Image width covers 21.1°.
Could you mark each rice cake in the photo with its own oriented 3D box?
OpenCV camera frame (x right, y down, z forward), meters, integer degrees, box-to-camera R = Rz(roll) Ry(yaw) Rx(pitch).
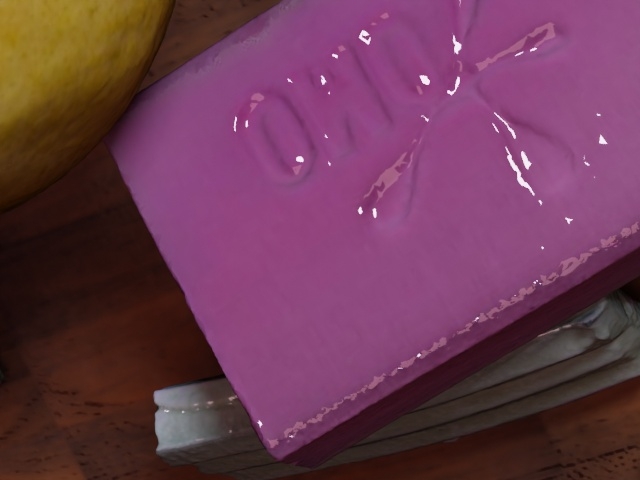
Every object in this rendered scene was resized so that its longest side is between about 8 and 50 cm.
[{"bbox_3d":[0.045,0.071,0.837,0.237,0.127,0.043,-18,70,18],"label":"rice cake"}]

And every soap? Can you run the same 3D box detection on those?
[{"bbox_3d":[0.051,-0.040,0.744,0.259,0.081,0.181,-30,73,8],"label":"soap"}]

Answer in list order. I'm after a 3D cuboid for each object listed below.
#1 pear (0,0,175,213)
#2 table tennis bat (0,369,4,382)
[{"bbox_3d":[-0.199,-0.138,0.686,0.314,0.314,0.314,3,112,8],"label":"pear"},{"bbox_3d":[-0.249,-0.017,0.899,0.138,0.022,0.246,-29,102,20],"label":"table tennis bat"}]
